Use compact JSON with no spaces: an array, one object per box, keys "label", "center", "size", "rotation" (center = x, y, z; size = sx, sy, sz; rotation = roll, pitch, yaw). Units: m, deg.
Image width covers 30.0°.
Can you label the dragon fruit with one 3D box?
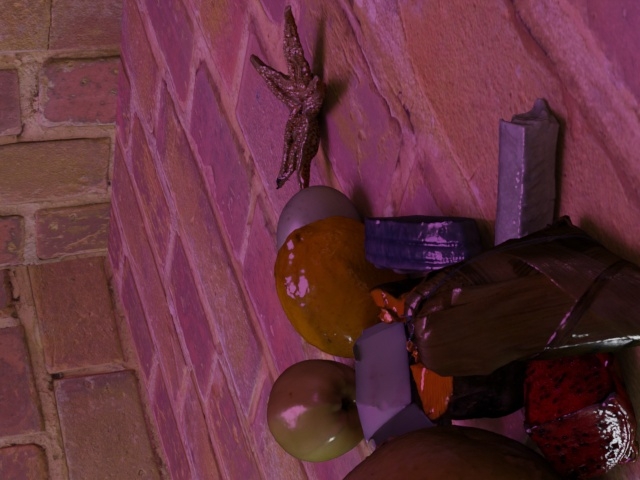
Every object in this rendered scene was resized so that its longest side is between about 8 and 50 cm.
[{"label":"dragon fruit","center":[0.307,0.179,1.374],"size":[0.127,0.120,0.161],"rotation":[48,-147,-35]}]

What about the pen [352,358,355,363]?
[{"label":"pen","center":[0.075,0.216,2.086],"size":[0.239,0.028,0.028],"rotation":[-123,31,-51]}]

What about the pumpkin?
[{"label":"pumpkin","center":[0.180,0.142,1.607],"size":[0.280,0.139,0.190],"rotation":[174,88,-72]}]

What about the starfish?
[{"label":"starfish","center":[-0.036,-0.233,2.137],"size":[0.358,0.078,0.347],"rotation":[-177,80,-70]}]

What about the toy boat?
[{"label":"toy boat","center":[0.147,0.006,1.657],"size":[0.283,0.127,0.078],"rotation":[-173,82,-72]}]

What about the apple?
[{"label":"apple","center":[-0.002,0.300,2.108],"size":[0.200,0.200,0.200],"rotation":[172,90,-70]}]

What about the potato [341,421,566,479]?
[{"label":"potato","center":[0.185,0.396,1.464],"size":[0.442,0.385,0.319],"rotation":[-2,60,62]}]

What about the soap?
[{"label":"soap","center":[0.121,0.213,1.699],"size":[0.145,0.091,0.230],"rotation":[50,-159,-33]}]

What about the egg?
[{"label":"egg","center":[0.000,0.000,2.024],"size":[0.149,0.149,0.192],"rotation":[-132,36,-57]}]

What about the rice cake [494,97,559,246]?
[{"label":"rice cake","center":[0.249,-0.062,1.438],"size":[0.069,0.063,0.206],"rotation":[-139,44,-58]}]

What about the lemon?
[{"label":"lemon","center":[0.037,0.075,1.863],"size":[0.260,0.204,0.204],"rotation":[50,170,-21]}]

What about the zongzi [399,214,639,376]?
[{"label":"zongzi","center":[0.238,0.088,1.262],"size":[0.274,0.250,0.125],"rotation":[39,148,60]}]
